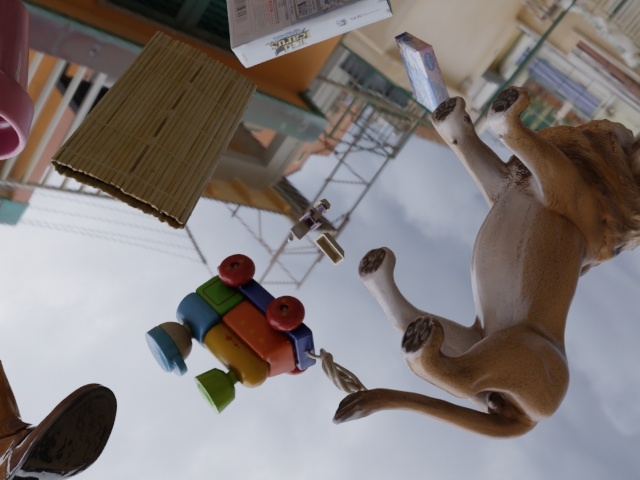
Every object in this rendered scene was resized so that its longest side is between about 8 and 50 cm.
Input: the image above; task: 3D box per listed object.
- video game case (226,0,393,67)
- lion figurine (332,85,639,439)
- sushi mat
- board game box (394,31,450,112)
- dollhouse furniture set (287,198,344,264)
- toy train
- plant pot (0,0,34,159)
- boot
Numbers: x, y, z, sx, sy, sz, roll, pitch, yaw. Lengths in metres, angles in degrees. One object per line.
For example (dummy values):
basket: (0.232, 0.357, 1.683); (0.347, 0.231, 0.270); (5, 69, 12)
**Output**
video game case: (-0.029, -0.427, 1.141); (0.061, 0.244, 0.270); (44, -147, -59)
lion figurine: (0.171, 0.029, 0.603); (0.240, 0.392, 0.142); (42, 156, -26)
sushi mat: (-0.180, -0.144, 0.865); (0.151, 0.019, 0.316); (27, -140, -9)
board game box: (0.125, -0.201, 0.881); (0.090, 0.020, 0.090); (64, 178, -28)
dollhouse furniture set: (0.000, 0.000, 1.339); (0.114, 0.091, 0.081); (50, -134, -2)
toy train: (-0.069, 0.134, 0.778); (0.143, 0.105, 0.248); (-35, -127, -24)
plant pot: (-0.451, -0.224, 0.909); (0.201, 0.201, 0.180); (22, -115, -34)
boot: (-0.418, 0.253, 1.029); (0.096, 0.264, 0.280); (28, -174, -42)
